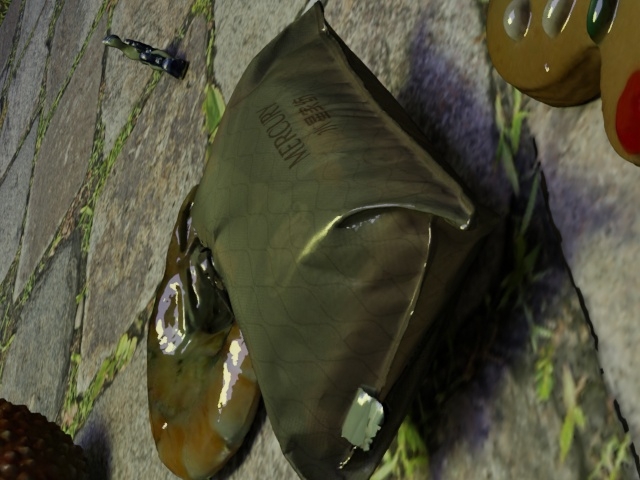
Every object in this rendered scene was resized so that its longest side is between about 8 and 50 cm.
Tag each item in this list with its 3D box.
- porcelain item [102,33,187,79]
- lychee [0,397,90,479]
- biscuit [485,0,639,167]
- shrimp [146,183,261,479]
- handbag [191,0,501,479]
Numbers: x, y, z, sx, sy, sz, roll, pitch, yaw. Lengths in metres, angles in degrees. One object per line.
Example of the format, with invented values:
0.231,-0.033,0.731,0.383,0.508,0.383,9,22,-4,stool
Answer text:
-0.185,-0.191,1.183,0.136,0.075,0.021,34,106,65,porcelain item
-0.285,0.214,0.988,0.197,0.165,0.165,2,69,23,lychee
0.150,-0.124,0.432,0.301,0.049,0.196,-10,62,65,biscuit
-0.068,0.033,0.782,0.145,0.059,0.254,-14,60,60,shrimp
0.000,0.000,0.593,0.270,0.117,0.182,-118,43,-58,handbag
